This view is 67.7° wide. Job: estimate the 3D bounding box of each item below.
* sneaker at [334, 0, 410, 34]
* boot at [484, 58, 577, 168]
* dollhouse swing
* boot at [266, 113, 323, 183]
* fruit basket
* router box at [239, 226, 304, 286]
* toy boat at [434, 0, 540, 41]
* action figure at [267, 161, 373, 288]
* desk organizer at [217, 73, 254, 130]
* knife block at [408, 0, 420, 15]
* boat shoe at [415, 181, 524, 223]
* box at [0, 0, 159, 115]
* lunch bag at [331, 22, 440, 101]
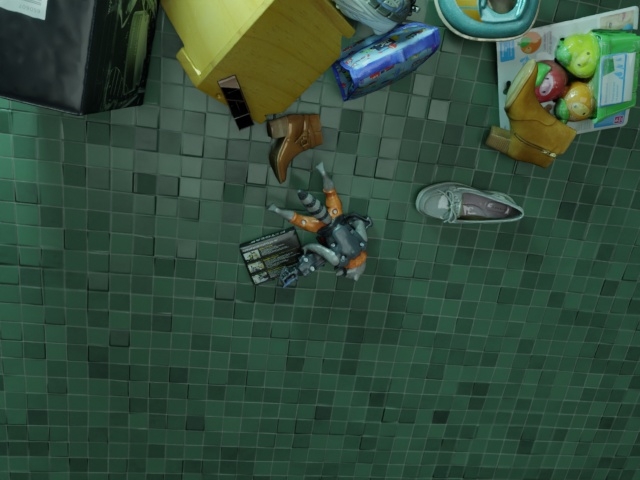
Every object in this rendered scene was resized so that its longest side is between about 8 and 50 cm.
[{"bbox_3d":[0.056,-0.567,1.067,0.297,0.129,0.111,39,77,-7],"label":"sneaker"},{"bbox_3d":[0.603,-0.338,1.307,0.211,0.104,0.295,19,143,7],"label":"boot"},{"bbox_3d":[-0.171,-0.555,1.192,0.347,0.305,0.315,-39,146,24],"label":"dollhouse swing"},{"bbox_3d":[-0.066,-0.259,1.345,0.152,0.073,0.197,-16,129,-20],"label":"boot"},{"bbox_3d":[0.683,-0.438,1.327,0.353,0.165,0.327,-10,119,7],"label":"fruit basket"},{"bbox_3d":[-0.141,0.049,1.448,0.179,0.046,0.133,-18,109,-1],"label":"router box"},{"bbox_3d":[0.433,-0.677,1.210,0.267,0.148,0.318,7,103,8],"label":"toy boat"},{"bbox_3d":[0.000,0.000,1.355,0.341,0.178,0.330,-44,106,-8],"label":"action figure"},{"bbox_3d":[-0.204,-0.335,1.168,0.047,0.050,0.130,-21,150,-2],"label":"desk organizer"},{"bbox_3d":[0.111,-0.625,1.150,0.276,0.242,0.088,14,105,-12],"label":"knife block"},{"bbox_3d":[0.450,-0.105,1.442,0.320,0.103,0.118,7,107,-10],"label":"boat shoe"},{"bbox_3d":[-0.523,-0.536,0.977,0.297,0.472,0.480,13,106,-12],"label":"box"},{"bbox_3d":[0.159,-0.445,1.190,0.221,0.293,0.138,-24,110,1],"label":"lunch bag"}]
